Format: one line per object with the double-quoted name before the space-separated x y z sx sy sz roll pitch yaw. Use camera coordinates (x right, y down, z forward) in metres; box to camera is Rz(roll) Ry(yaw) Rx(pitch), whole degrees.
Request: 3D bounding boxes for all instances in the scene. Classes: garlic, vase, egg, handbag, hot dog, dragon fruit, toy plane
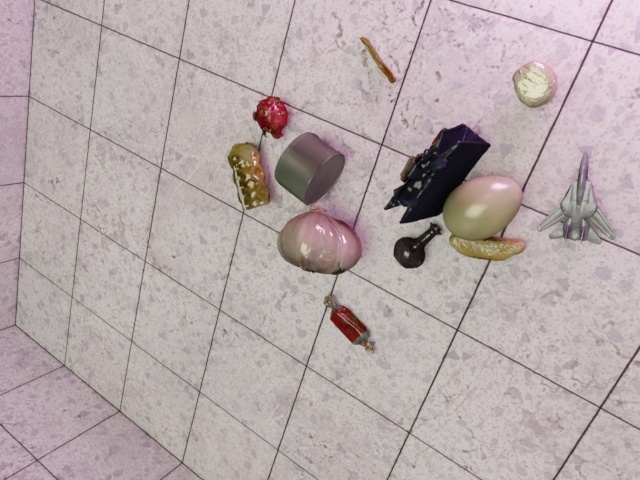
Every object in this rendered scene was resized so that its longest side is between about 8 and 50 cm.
"garlic" -0.002 0.017 1.952 0.322 0.322 0.241 35 91 19
"vase" 0.340 0.013 1.856 0.183 0.120 0.120 -44 78 14
"egg" 0.503 -0.104 1.669 0.253 0.188 0.189 -32 85 26
"handbag" 0.354 -0.208 1.651 0.122 0.329 0.303 43 120 19
"hot dog" 0.538 0.022 1.745 0.242 0.084 0.073 8 111 29
"dragon fruit" -0.186 -0.468 2.035 0.133 0.136 0.166 43 155 49
"toy plane" 0.761 -0.127 1.574 0.212 0.088 0.268 8 99 28

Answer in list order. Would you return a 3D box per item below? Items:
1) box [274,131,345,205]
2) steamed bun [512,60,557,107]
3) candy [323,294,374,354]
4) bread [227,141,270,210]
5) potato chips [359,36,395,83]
"box" -0.038 -0.259 1.934 0.149 0.226 0.226 39 119 17
"steamed bun" 0.627 -0.455 1.557 0.112 0.091 0.130 -31 89 38
"candy" 0.111 0.331 2.101 0.292 0.059 0.086 45 122 15
"bread" -0.287 -0.260 2.146 0.152 0.130 0.268 -11 96 38
"potato chips" 0.195 -0.610 1.817 0.026 0.037 0.204 -36 78 23
